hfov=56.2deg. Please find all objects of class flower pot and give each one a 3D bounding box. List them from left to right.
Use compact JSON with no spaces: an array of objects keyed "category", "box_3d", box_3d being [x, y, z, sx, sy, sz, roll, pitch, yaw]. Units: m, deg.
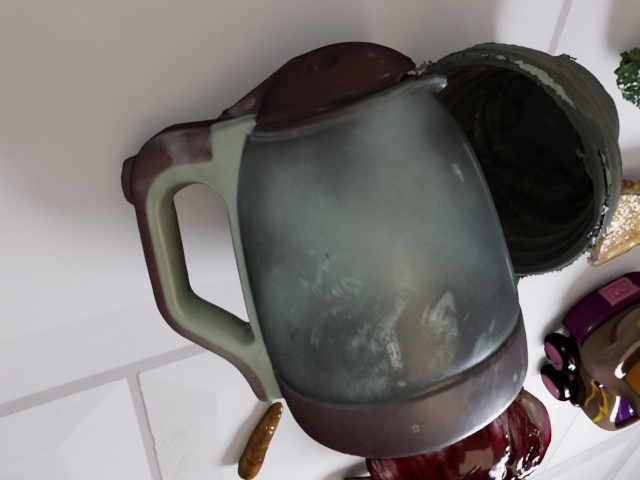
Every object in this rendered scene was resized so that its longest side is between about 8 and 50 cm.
[{"category":"flower pot","box_3d":[0.194,-0.093,0.589,0.140,0.235,0.235,-37,144,-33]}]

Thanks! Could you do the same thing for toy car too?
[{"category":"toy car","box_3d":[0.583,0.234,1.097,0.271,0.240,0.341,-27,135,-6]}]

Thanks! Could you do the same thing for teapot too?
[{"category":"teapot","box_3d":[0.000,0.000,0.528,0.315,0.233,0.312,-16,110,3]}]

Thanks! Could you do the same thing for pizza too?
[{"category":"pizza","box_3d":[0.465,-0.053,0.892,0.201,0.053,0.193,-37,141,19]}]

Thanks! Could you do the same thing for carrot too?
[{"category":"carrot","box_3d":[-0.087,0.290,0.868,0.035,0.036,0.165,1,125,-34]}]

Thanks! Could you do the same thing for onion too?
[{"category":"onion","box_3d":[0.226,0.342,0.968,0.314,0.232,0.314,-16,153,-8]}]

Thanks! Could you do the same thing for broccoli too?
[{"category":"broccoli","box_3d":[0.407,-0.238,0.666,0.122,0.118,0.204,4,110,-22]}]

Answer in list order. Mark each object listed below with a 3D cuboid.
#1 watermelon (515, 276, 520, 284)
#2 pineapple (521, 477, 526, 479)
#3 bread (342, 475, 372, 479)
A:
[{"category":"watermelon","box_3d":[0.177,0.017,0.712,0.140,0.141,0.187,22,110,-44]},{"category":"pineapple","box_3d":[0.251,0.522,1.228,0.340,0.169,0.169,-12,134,-15]},{"category":"bread","box_3d":[0.158,0.468,1.108,0.239,0.074,0.092,-2,170,-7]}]
